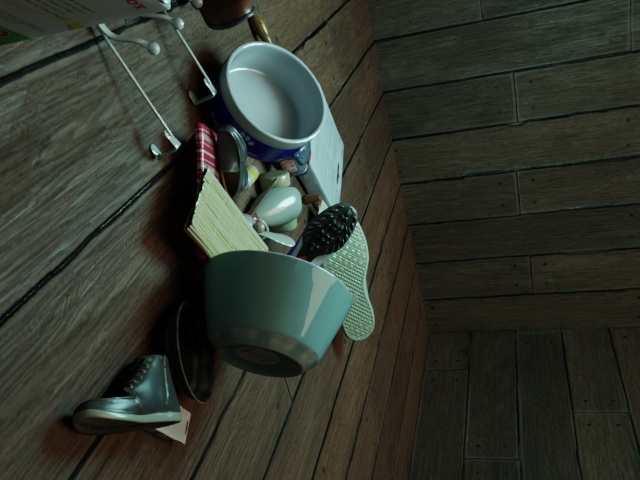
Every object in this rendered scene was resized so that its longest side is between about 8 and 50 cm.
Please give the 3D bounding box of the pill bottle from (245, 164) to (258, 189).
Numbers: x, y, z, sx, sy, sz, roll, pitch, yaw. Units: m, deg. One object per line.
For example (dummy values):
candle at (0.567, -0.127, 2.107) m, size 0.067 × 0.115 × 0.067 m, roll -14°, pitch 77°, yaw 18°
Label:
pill bottle at (-0.184, -0.150, 1.537) m, size 0.083 × 0.043 × 0.043 m, roll -64°, pitch 144°, yaw -56°

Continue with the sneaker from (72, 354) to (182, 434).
sneaker at (-0.316, 0.244, 1.015) m, size 0.222 × 0.083 × 0.118 m, roll 32°, pitch 39°, yaw -63°

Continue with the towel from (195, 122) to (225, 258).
towel at (-0.230, -0.091, 1.330) m, size 0.199 × 0.031 × 0.275 m, roll 26°, pitch 63°, yaw -83°

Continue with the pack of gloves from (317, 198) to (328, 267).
pack of gloves at (0.000, 0.000, 2.081) m, size 0.232 × 0.046 × 0.195 m, roll 51°, pitch 52°, yaw -59°

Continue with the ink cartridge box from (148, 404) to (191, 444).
ink cartridge box at (-0.279, 0.328, 1.149) m, size 0.115 × 0.029 × 0.063 m, roll 61°, pitch 30°, yaw -53°

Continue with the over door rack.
over door rack at (-0.288, -0.356, 1.183) m, size 0.240 × 0.108 × 0.324 m, roll -72°, pitch 151°, yaw -48°

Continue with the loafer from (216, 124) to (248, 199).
loafer at (-0.188, -0.164, 1.332) m, size 0.061 × 0.062 × 0.170 m, roll -78°, pitch 164°, yaw -46°

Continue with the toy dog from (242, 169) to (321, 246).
toy dog at (-0.103, -0.067, 1.573) m, size 0.334 × 0.160 × 0.220 m, roll -73°, pitch 151°, yaw -48°

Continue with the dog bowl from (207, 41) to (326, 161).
dog bowl at (-0.123, -0.320, 1.459) m, size 0.264 × 0.104 × 0.265 m, roll 16°, pitch 60°, yaw -30°

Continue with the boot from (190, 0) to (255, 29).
boot at (-0.244, -0.570, 1.220) m, size 0.264 × 0.096 × 0.280 m, roll 55°, pitch -8°, yaw 42°

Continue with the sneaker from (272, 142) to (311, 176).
sneaker at (-0.098, -0.250, 1.683) m, size 0.350 × 0.131 × 0.148 m, roll 9°, pitch 73°, yaw -71°

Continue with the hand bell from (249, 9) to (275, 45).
hand bell at (-0.135, -0.530, 1.742) m, size 0.242 × 0.126 × 0.126 m, roll 59°, pitch 29°, yaw -27°

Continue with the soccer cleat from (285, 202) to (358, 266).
soccer cleat at (-0.022, 0.019, 1.656) m, size 0.108 × 0.318 × 0.116 m, roll 36°, pitch 15°, yaw -10°

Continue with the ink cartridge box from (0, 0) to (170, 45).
ink cartridge box at (-0.345, -0.333, 0.732) m, size 0.201 × 0.278 × 0.117 m, roll 4°, pitch 82°, yaw -72°

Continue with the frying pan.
frying pan at (-0.244, 0.192, 1.260) m, size 0.326 × 0.053 × 0.197 m, roll -86°, pitch 163°, yaw -72°

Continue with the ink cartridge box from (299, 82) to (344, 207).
ink cartridge box at (-0.001, -0.288, 2.086) m, size 0.330 × 0.071 × 0.324 m, roll 63°, pitch 28°, yaw -55°

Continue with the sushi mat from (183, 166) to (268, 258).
sushi mat at (-0.186, -0.001, 1.313) m, size 0.316 × 0.019 × 0.152 m, roll 59°, pitch 33°, yaw -53°

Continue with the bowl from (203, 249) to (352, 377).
bowl at (-0.100, 0.165, 1.247) m, size 0.311 × 0.311 × 0.163 m, roll 59°, pitch 36°, yaw -53°

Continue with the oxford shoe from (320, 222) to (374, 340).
oxford shoe at (0.083, 0.117, 2.103) m, size 0.130 × 0.169 × 0.450 m, roll -125°, pitch -158°, yaw -69°
